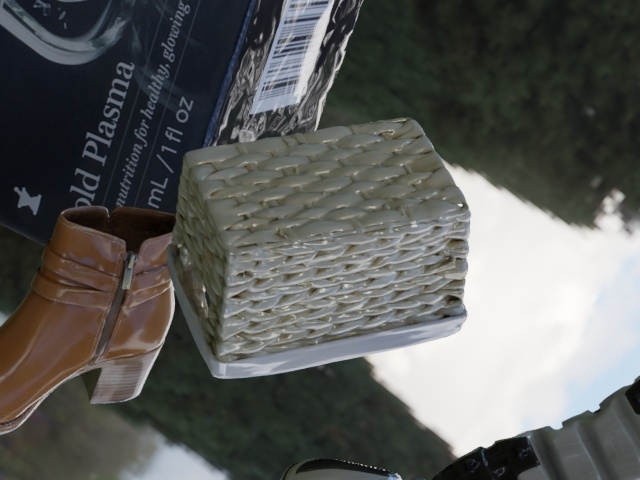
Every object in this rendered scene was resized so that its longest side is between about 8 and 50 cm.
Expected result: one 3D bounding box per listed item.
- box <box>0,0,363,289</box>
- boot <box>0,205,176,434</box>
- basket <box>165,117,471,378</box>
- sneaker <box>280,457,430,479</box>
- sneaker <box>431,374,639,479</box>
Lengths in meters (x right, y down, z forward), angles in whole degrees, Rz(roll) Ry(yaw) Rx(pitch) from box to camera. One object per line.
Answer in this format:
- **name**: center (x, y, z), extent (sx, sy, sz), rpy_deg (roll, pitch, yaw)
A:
- **box**: center (-0.222, -0.273, 1.606), extent (0.297, 0.472, 0.479), rpy_deg (-25, 136, -66)
- **boot**: center (-0.190, 0.048, 1.181), extent (0.197, 0.073, 0.152), rpy_deg (-10, 133, -36)
- **basket**: center (0.000, 0.000, 1.053), extent (0.113, 0.167, 0.103), rpy_deg (-118, -155, -45)
- **sneaker**: center (0.080, 0.204, 0.958), extent (0.086, 0.229, 0.132), rpy_deg (92, 9, -76)
- **sneaker**: center (0.164, 0.118, 0.878), extent (0.234, 0.078, 0.106), rpy_deg (-21, 154, -1)
